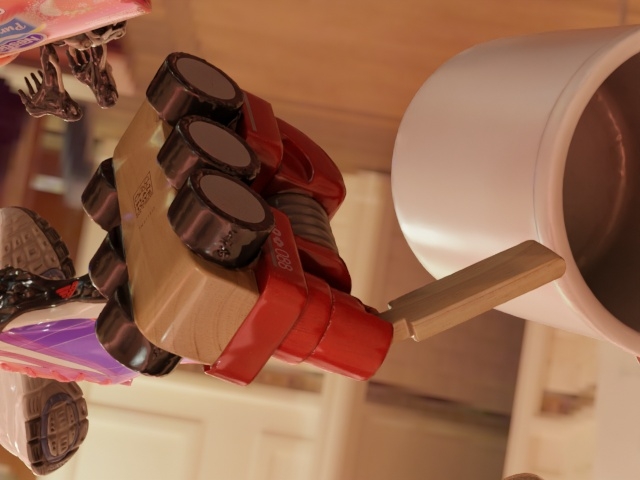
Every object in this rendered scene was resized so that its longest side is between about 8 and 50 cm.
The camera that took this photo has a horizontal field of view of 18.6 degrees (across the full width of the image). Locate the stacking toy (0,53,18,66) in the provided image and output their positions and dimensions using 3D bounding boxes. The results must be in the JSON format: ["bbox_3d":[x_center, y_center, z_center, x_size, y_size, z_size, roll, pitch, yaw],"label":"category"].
[{"bbox_3d":[-0.301,-0.332,1.943,0.141,0.330,0.141,16,-179,0],"label":"stacking toy"}]

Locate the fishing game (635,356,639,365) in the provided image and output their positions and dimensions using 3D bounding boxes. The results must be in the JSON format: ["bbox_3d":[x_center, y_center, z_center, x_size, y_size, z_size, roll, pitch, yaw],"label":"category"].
[{"bbox_3d":[0.459,0.145,2.039,0.264,0.189,0.041,-18,-161,38],"label":"fishing game"}]

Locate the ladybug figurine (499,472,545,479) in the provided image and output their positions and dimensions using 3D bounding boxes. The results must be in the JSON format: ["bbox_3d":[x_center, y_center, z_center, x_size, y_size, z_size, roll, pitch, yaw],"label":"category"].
[{"bbox_3d":[0.179,0.433,1.722,0.162,0.449,0.305,-11,-177,0],"label":"ladybug figurine"}]

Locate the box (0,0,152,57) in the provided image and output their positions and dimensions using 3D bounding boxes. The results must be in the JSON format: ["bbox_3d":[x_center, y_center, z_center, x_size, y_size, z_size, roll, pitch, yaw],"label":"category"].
[{"bbox_3d":[-0.281,-0.234,1.644,0.257,0.128,0.122,-14,162,25],"label":"box"}]

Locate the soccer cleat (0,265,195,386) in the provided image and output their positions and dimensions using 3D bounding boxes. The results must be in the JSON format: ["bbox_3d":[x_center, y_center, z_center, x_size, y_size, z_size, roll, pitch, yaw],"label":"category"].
[{"bbox_3d":[-0.222,0.085,1.699,0.318,0.116,0.108,-10,-152,19],"label":"soccer cleat"}]

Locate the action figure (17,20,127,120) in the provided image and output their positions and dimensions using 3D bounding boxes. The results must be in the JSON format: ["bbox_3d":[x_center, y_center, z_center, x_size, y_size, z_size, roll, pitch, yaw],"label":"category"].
[{"bbox_3d":[-0.237,-0.242,1.878,0.141,0.164,0.276,43,142,19],"label":"action figure"}]

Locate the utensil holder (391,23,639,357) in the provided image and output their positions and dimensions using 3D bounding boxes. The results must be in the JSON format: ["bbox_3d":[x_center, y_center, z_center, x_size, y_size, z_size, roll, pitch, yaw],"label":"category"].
[{"bbox_3d":[0.281,-0.060,1.981,0.327,0.328,0.385,13,179,-23],"label":"utensil holder"}]

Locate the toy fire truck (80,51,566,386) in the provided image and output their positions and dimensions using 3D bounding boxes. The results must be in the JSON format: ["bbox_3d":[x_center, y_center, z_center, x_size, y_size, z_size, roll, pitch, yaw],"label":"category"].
[{"bbox_3d":[0.000,0.000,1.208,0.246,0.158,0.217,24,-154,-24],"label":"toy fire truck"}]

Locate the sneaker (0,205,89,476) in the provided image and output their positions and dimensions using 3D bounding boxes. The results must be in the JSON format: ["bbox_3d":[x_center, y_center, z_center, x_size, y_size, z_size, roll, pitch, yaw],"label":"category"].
[{"bbox_3d":[-0.324,0.101,2.014,0.129,0.297,0.111,17,-151,33],"label":"sneaker"}]
